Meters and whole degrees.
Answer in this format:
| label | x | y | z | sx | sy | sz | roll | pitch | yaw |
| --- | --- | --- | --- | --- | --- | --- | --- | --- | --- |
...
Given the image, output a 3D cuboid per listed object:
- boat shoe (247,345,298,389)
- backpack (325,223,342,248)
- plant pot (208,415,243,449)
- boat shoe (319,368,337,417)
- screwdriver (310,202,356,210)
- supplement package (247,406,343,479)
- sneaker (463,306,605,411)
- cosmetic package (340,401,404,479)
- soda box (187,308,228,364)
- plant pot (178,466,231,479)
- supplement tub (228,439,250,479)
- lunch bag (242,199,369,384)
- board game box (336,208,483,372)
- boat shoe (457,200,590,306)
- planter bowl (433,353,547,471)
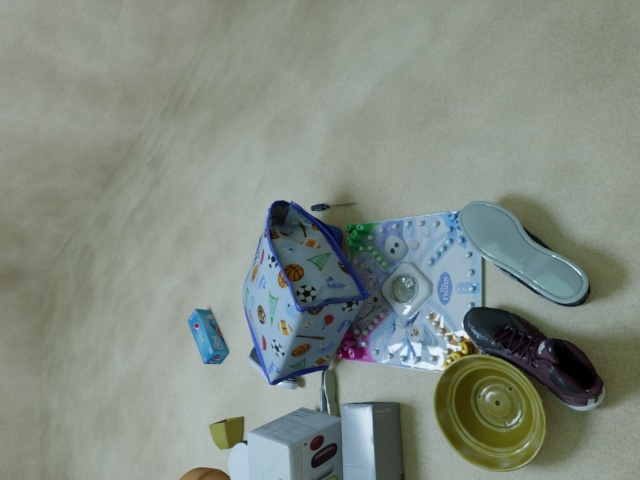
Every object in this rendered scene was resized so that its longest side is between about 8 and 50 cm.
| label | x | y | z | sx | sy | sz | roll | pitch | yaw |
| --- | --- | --- | --- | --- | --- | --- | --- | --- | --- |
| boat shoe | -0.144 | 0.381 | 1.305 | 0.228 | 0.080 | 0.076 | 16 | 90 | 51 |
| backpack | 0.000 | 0.000 | 1.271 | 0.120 | 0.101 | 0.098 | 1 | 84 | 37 |
| plant pot | -0.300 | 0.625 | 1.366 | 0.081 | 0.081 | 0.084 | -23 | 73 | 35 |
| boat shoe | 0.016 | 0.426 | 1.165 | 0.043 | 0.049 | 0.137 | -20 | 69 | 38 |
| screwdriver | 0.040 | -0.105 | 1.324 | 0.169 | 0.024 | 0.025 | 2 | 108 | 35 |
| supplement package | -0.056 | 0.556 | 1.057 | 0.149 | 0.203 | 0.195 | -4 | 88 | 40 |
| sneaker | 0.396 | 0.192 | 0.796 | 0.281 | 0.162 | 0.106 | 32 | 78 | 35 |
| cosmetic package | 0.123 | 0.504 | 0.992 | 0.107 | 0.127 | 0.238 | -13 | 71 | 39 |
| soda box | -0.414 | 0.350 | 1.551 | 0.067 | 0.071 | 0.210 | -50 | 50 | 17 |
| plant pot | -0.273 | 0.794 | 1.175 | 0.203 | 0.291 | 0.291 | -12 | 69 | 20 |
| supplement tub | -0.145 | 0.601 | 1.156 | 0.116 | 0.190 | 0.117 | -15 | 67 | 39 |
| lunch bag | -0.076 | 0.123 | 1.154 | 0.386 | 0.238 | 0.328 | 56 | 137 | 38 |
| board game box | 0.211 | 0.123 | 1.079 | 0.389 | 0.050 | 0.391 | -6 | 74 | 40 |
| boat shoe | 0.416 | 0.030 | 0.893 | 0.114 | 0.091 | 0.303 | -44 | 53 | 11 |
| planter bowl | 0.348 | 0.338 | 0.858 | 0.217 | 0.090 | 0.218 | -5 | 82 | 39 |
